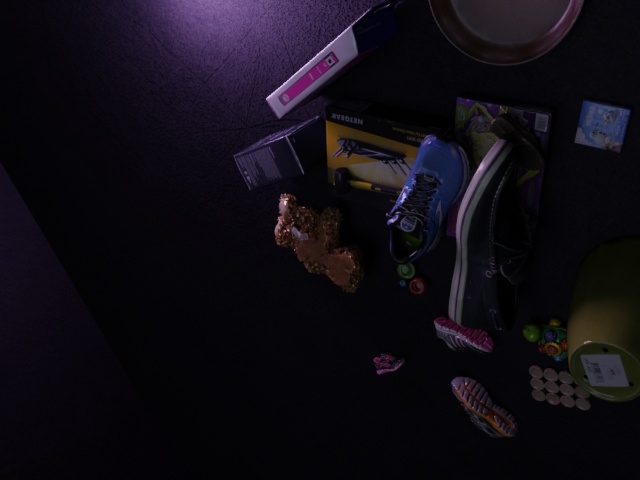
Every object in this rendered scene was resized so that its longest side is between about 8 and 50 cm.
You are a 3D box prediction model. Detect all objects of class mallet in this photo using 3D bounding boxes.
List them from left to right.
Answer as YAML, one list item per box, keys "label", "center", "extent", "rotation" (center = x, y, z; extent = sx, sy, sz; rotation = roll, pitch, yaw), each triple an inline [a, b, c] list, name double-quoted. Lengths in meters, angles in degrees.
- label: "mallet"
  center: [0.117, -0.122, 1.595]
  extent: [0.190, 0.039, 0.062]
  rotation: [20, 130, 23]

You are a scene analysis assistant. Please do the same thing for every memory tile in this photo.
- label: "memory tile"
  center: [0.597, 0.367, 1.661]
  extent: [0.148, 0.012, 0.113]
  rotation: [4, 120, 37]

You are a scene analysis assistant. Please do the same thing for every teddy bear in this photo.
- label: "teddy bear"
  center: [0.000, 0.000, 1.852]
  extent: [0.338, 0.113, 0.245]
  rotation: [22, 123, 37]

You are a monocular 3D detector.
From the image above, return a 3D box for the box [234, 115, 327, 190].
- label: "box"
  center: [-0.092, -0.224, 1.726]
  extent: [0.207, 0.153, 0.108]
  rotation: [-11, 110, 43]

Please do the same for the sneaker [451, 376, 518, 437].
- label: "sneaker"
  center: [0.432, 0.462, 1.811]
  extent: [0.215, 0.084, 0.083]
  rotation: [45, 141, 4]

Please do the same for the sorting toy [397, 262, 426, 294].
- label: "sorting toy"
  center: [0.242, 0.098, 1.757]
  extent: [0.061, 0.042, 0.102]
  rotation: [-35, 81, 31]

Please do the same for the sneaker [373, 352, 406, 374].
- label: "sneaker"
  center: [0.199, 0.355, 1.958]
  extent: [0.119, 0.047, 0.057]
  rotation: [-28, 86, 45]

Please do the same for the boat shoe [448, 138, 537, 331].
- label: "boat shoe"
  center: [0.380, 0.009, 1.420]
  extent: [0.156, 0.187, 0.500]
  rotation: [20, 135, 26]

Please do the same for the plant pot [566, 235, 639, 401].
- label: "plant pot"
  center: [0.607, 0.179, 1.326]
  extent: [0.275, 0.293, 0.274]
  rotation: [21, 129, 28]

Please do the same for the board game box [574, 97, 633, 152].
- label: "board game box"
  center: [0.552, -0.225, 1.300]
  extent: [0.090, 0.020, 0.090]
  rotation: [20, 129, 30]

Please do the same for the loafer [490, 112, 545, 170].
- label: "loafer"
  center: [0.406, -0.204, 1.350]
  extent: [0.148, 0.050, 0.056]
  rotation: [46, 142, -17]

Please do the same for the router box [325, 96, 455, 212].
- label: "router box"
  center: [0.161, -0.193, 1.593]
  extent: [0.309, 0.081, 0.242]
  rotation: [18, 128, 29]

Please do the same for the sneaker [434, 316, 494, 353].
- label: "sneaker"
  center: [0.373, 0.261, 1.738]
  extent: [0.170, 0.063, 0.074]
  rotation: [21, 129, 33]

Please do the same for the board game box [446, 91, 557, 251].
- label: "board game box"
  center: [0.390, -0.141, 1.469]
  extent: [0.208, 0.056, 0.346]
  rotation: [16, 126, 26]

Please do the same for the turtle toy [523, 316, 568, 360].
- label: "turtle toy"
  center: [0.545, 0.235, 1.577]
  extent: [0.130, 0.066, 0.095]
  rotation: [30, 132, 20]

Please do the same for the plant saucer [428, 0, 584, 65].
- label: "plant saucer"
  center: [0.352, -0.492, 1.264]
  extent: [0.311, 0.050, 0.310]
  rotation: [21, 129, 28]

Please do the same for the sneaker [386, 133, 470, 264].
- label: "sneaker"
  center: [0.228, -0.076, 1.454]
  extent: [0.130, 0.147, 0.330]
  rotation: [24, 129, 18]

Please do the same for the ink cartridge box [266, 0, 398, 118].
- label: "ink cartridge box"
  center: [0.046, -0.406, 1.476]
  extent: [0.371, 0.176, 0.069]
  rotation: [-31, 96, 46]
